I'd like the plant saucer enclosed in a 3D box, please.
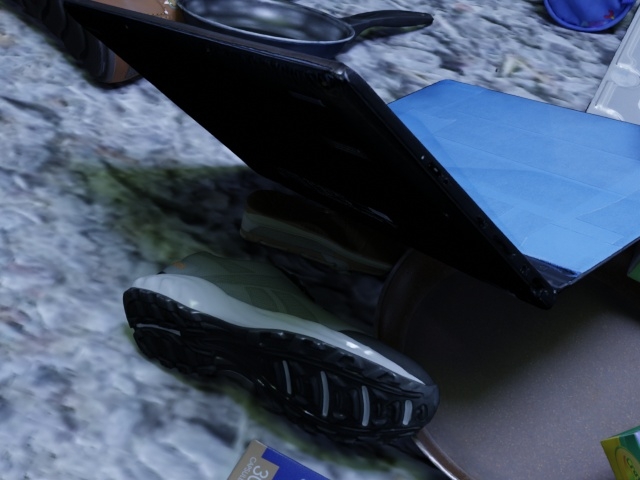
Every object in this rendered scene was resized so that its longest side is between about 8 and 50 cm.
[{"bbox_3d":[0.196,0.104,0.691,0.310,0.050,0.311,2,51,-3],"label":"plant saucer"}]

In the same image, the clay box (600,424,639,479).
[{"bbox_3d":[0.299,0.222,0.560,0.127,0.053,0.222,-15,73,-18],"label":"clay box"}]

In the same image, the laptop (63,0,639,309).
[{"bbox_3d":[0.076,-0.130,0.674,0.382,0.408,0.236,27,81,48],"label":"laptop"}]

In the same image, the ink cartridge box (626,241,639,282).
[{"bbox_3d":[0.400,0.015,0.714,0.219,0.093,0.160,30,39,10],"label":"ink cartridge box"}]

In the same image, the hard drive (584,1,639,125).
[{"bbox_3d":[0.433,-0.150,0.919,0.236,0.064,0.339,25,53,15],"label":"hard drive"}]

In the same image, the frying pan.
[{"bbox_3d":[-0.026,-0.255,0.950,0.197,0.053,0.326,26,29,25],"label":"frying pan"}]

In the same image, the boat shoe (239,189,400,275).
[{"bbox_3d":[-0.001,0.001,0.765,0.153,0.048,0.056,18,38,1],"label":"boat shoe"}]

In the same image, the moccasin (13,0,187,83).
[{"bbox_3d":[-0.296,-0.340,0.948,0.147,0.139,0.380,-33,62,-34],"label":"moccasin"}]

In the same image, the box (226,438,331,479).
[{"bbox_3d":[0.015,0.247,0.562,0.225,0.037,0.136,25,52,13],"label":"box"}]

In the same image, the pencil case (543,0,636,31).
[{"bbox_3d":[0.373,-0.409,1.089,0.133,0.119,0.306,5,49,20],"label":"pencil case"}]

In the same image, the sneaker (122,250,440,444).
[{"bbox_3d":[-0.027,0.069,0.646,0.271,0.100,0.108,20,41,26],"label":"sneaker"}]
